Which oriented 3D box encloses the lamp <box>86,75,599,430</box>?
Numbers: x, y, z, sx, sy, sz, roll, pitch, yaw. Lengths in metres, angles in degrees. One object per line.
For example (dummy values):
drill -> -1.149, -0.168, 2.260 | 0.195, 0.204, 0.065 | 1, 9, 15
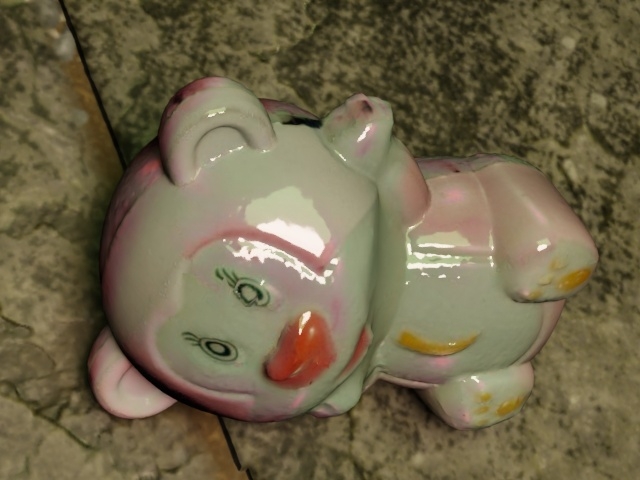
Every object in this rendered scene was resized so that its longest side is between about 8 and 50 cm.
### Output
lamp -> 0.000, 0.000, 0.870 | 0.301, 0.247, 0.247 | 3, 39, -26
